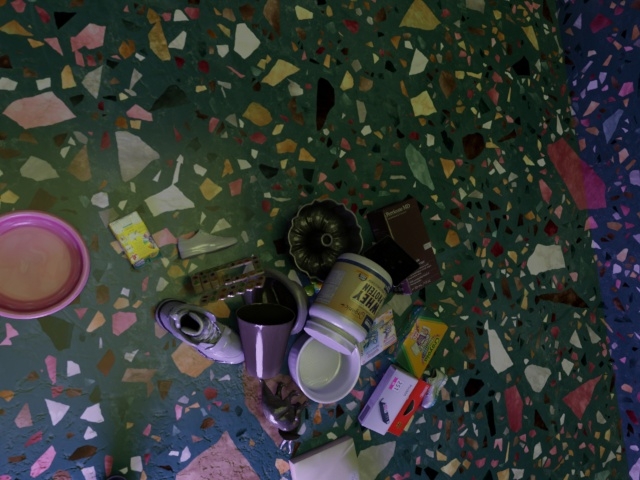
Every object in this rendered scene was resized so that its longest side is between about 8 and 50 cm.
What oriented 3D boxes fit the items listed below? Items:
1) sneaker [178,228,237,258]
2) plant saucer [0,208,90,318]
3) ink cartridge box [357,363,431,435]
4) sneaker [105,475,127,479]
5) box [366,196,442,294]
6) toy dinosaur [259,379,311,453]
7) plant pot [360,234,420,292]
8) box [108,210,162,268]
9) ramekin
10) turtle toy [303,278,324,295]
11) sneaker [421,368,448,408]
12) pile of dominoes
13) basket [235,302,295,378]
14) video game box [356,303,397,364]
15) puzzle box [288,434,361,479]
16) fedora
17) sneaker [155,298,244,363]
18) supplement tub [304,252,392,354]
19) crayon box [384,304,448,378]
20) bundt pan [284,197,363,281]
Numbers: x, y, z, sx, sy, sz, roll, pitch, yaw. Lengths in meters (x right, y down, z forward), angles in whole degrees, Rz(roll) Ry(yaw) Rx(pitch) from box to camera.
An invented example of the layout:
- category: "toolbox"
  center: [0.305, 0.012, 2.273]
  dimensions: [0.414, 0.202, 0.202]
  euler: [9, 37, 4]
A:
- category: "sneaker"
  center: [-0.407, 0.000, 1.717]
  dimensions: [0.212, 0.080, 0.094]
  euler: [-14, 81, -25]
- category: "plant saucer"
  center: [-0.893, 0.072, 1.461]
  dimensions: [0.332, 0.084, 0.331]
  euler: [2, 85, -26]
- category: "ink cartridge box"
  center: [0.324, 0.688, 1.993]
  dimensions: [0.239, 0.060, 0.275]
  euler: [31, 91, -20]
- category: "sneaker"
  center: [-0.617, 0.911, 1.452]
  dimensions: [0.130, 0.236, 0.322]
  euler: [-5, 88, -27]
- category: "box"
  center: [0.366, 0.024, 2.061]
  dimensions: [0.191, 0.143, 0.381]
  euler: [-23, 95, -26]
- category: "toy dinosaur"
  center: [-0.142, 0.636, 1.775]
  dimensions: [0.160, 0.121, 0.313]
  euler: [-47, 111, -35]
- category: "plant pot"
  center: [0.254, 0.126, 1.929]
  dimensions: [0.187, 0.167, 0.188]
  euler: [45, 48, 15]
- category: "box"
  center: [-0.629, 0.000, 1.620]
  dimensions: [0.105, 0.043, 0.179]
  euler: [-31, 98, -25]
- category: "ramekin"
  center: [0.007, 0.478, 1.850]
  dimensions: [0.277, 0.135, 0.277]
  euler: [2, 85, -26]
- category: "turtle toy"
  center: [-0.007, 0.185, 1.896]
  dimensions: [0.130, 0.095, 0.066]
  euler: [-4, 110, -26]
- category: "sneaker"
  center: [0.490, 0.658, 2.122]
  dimensions: [0.083, 0.071, 0.190]
  euler: [42, 61, -11]
- category: "pile of dominoes"
  center: [-0.320, 0.125, 1.660]
  dimensions: [0.251, 0.196, 0.040]
  euler: [-17, 124, -13]
- category: "basket"
  center: [-0.198, 0.356, 1.672]
  dimensions: [0.205, 0.154, 0.226]
  euler: [6, 111, 2]
- category: "video game box"
  center: [0.222, 0.392, 1.977]
  dimensions: [0.205, 0.048, 0.187]
  euler: [-28, 125, -25]
- category: "puzzle box"
  center: [0.041, 1.017, 1.875]
  dimensions: [0.272, 0.052, 0.408]
  euler: [-11, 92, -27]
- category: "fedora"
  center: [-0.145, 0.218, 1.772]
  dimensions: [0.124, 0.275, 0.243]
  euler: [-20, 140, -58]
- category: "sneaker"
  center: [-0.385, 0.325, 1.623]
  dimensions: [0.366, 0.210, 0.137]
  euler: [36, 72, -20]
- category: "supplement tub"
  center: [0.099, 0.230, 1.723]
  dimensions: [0.228, 0.228, 0.316]
  euler: [36, 71, -20]
- category: "crayon box"
  center: [0.424, 0.442, 2.089]
  dimensions: [0.165, 0.081, 0.278]
  euler: [42, 70, -18]
- category: "bundt pan"
  center: [0.000, 0.000, 1.887]
  dimensions: [0.331, 0.124, 0.330]
  euler: [2, 86, -26]
